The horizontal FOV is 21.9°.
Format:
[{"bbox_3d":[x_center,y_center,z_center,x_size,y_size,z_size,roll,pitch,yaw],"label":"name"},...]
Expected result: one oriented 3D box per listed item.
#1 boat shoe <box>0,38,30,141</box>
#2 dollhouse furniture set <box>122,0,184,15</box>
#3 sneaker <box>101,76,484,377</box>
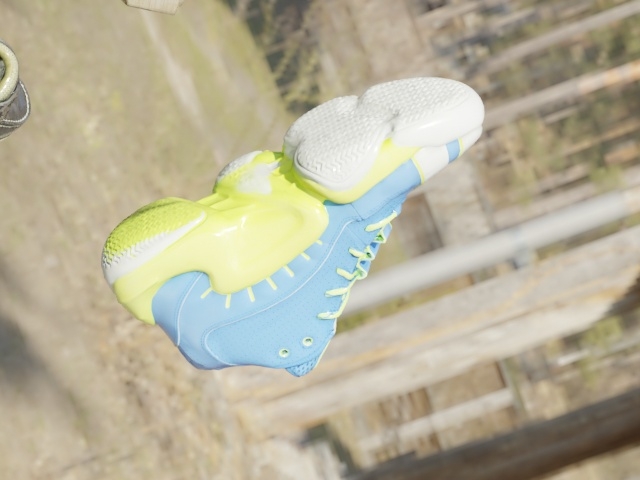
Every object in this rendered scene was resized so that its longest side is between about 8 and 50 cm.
[{"bbox_3d":[-0.181,-0.083,0.871,0.152,0.049,0.056,14,62,-77],"label":"boat shoe"},{"bbox_3d":[-0.040,-0.191,0.832,0.151,0.123,0.144,-133,-125,-61],"label":"dollhouse furniture set"},{"bbox_3d":[0.000,0.000,0.957,0.126,0.240,0.091,60,17,-24],"label":"sneaker"}]
